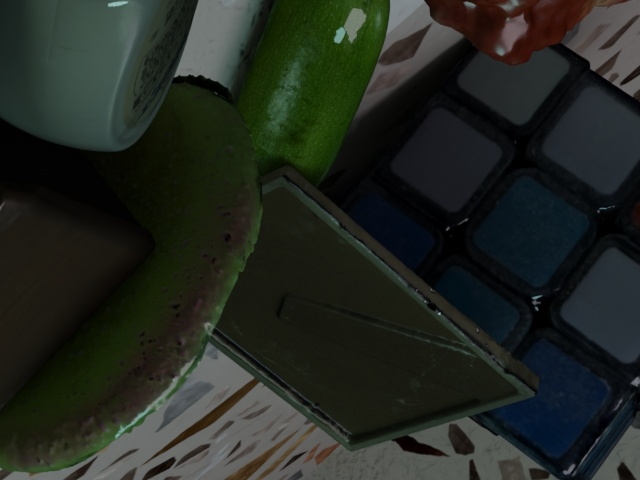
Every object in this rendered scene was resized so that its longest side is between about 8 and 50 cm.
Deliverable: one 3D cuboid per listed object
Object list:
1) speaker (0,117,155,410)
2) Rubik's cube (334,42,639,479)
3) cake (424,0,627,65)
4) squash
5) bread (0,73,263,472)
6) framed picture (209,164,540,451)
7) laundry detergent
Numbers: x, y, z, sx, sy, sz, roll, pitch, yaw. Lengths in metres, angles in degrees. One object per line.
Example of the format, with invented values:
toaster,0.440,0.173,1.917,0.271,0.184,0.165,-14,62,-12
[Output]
speaker,-0.253,0.019,0.951,0.231,0.153,0.192,-46,153,9
Rubik's cube,0.231,0.031,1.638,0.362,0.359,0.363,-54,163,-6
cake,0.148,-0.291,0.788,0.320,0.269,0.270,-25,160,-34
squash,-0.022,-0.108,1.271,0.101,0.101,0.378,-28,163,-31
bread,-0.155,0.013,1.051,0.301,0.301,0.045,-41,132,14
framed picture,0.001,0.073,1.398,0.247,0.335,0.022,-24,-143,42
laundry detergent,-0.113,-0.150,0.839,0.280,0.105,0.214,115,-9,-69
